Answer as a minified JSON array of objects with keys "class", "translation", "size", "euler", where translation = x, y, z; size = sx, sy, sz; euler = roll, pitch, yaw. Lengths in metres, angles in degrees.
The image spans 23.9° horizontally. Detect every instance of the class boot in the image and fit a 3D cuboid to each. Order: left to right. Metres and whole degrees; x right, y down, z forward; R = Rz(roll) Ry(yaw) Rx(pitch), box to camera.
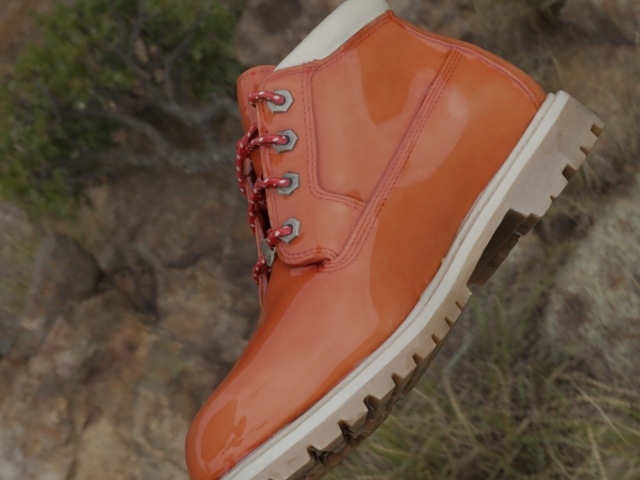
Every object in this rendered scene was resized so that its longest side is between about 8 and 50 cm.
[{"class":"boot","translation":[0.000,0.000,0.378],"size":[0.085,0.059,0.158],"euler":[37,54,2]}]
